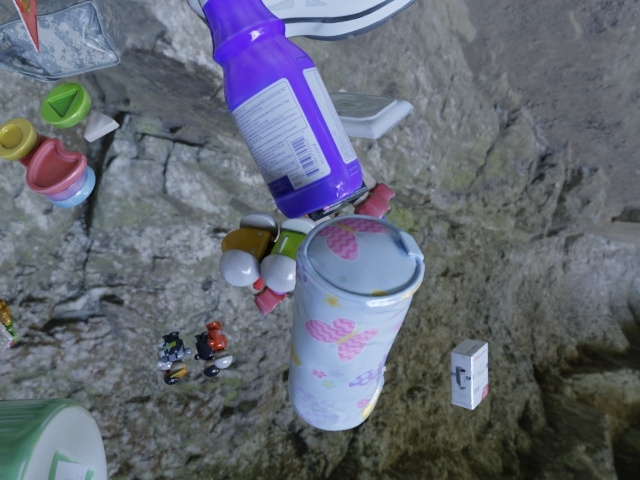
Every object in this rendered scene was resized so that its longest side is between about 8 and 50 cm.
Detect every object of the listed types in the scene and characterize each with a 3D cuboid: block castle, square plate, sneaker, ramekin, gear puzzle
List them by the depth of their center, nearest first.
[{"bbox_3d":[-0.365,0.330,0.524,0.148,0.304,0.303,-5,176,-7],"label":"ramekin"},{"bbox_3d":[-0.044,-0.443,0.681,0.447,0.169,0.257,-5,159,23],"label":"sneaker"},{"bbox_3d":[-0.776,0.169,1.078,0.339,0.044,0.175,-25,104,48],"label":"gear puzzle"},{"bbox_3d":[0.000,0.000,1.265,0.213,0.453,0.303,48,-162,-2],"label":"block castle"},{"bbox_3d":[0.095,-0.429,1.510,0.347,0.049,0.344,14,-145,25],"label":"square plate"}]

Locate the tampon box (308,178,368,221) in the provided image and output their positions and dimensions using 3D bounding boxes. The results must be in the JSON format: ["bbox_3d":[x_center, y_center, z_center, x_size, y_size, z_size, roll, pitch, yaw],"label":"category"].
[{"bbox_3d":[0.006,-0.144,1.011,0.120,0.161,0.101,-27,176,-21],"label":"tampon box"}]

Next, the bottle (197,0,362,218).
[{"bbox_3d":[-0.053,-0.170,0.546,0.118,0.283,0.092,-19,-168,39],"label":"bottle"}]

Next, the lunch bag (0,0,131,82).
[{"bbox_3d":[-0.646,-0.511,1.129,0.286,0.235,0.169,-15,132,-2],"label":"lunch bag"}]

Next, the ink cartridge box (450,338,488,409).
[{"bbox_3d":[0.360,0.318,1.100,0.056,0.135,0.099,4,-169,41],"label":"ink cartridge box"}]

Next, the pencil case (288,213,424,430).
[{"bbox_3d":[0.029,0.102,0.498,0.124,0.114,0.273,4,134,-2],"label":"pencil case"}]

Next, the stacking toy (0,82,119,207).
[{"bbox_3d":[-0.661,-0.244,1.200,0.309,0.279,0.130,39,170,23],"label":"stacking toy"}]

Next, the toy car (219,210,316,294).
[{"bbox_3d":[-0.087,0.039,0.831,0.181,0.159,0.136,6,132,13],"label":"toy car"}]

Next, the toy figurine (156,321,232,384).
[{"bbox_3d":[-0.397,0.361,1.425,0.209,0.148,0.213,-9,161,-35],"label":"toy figurine"}]

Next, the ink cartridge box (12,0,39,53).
[{"bbox_3d":[-0.306,-0.441,0.441,0.091,0.308,0.385,-13,147,-17],"label":"ink cartridge box"}]
